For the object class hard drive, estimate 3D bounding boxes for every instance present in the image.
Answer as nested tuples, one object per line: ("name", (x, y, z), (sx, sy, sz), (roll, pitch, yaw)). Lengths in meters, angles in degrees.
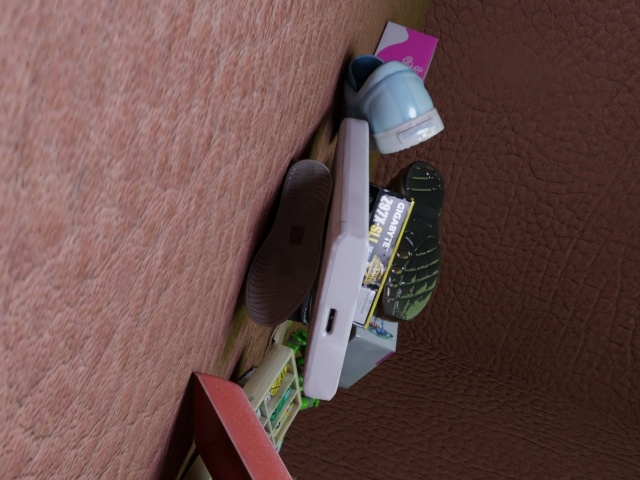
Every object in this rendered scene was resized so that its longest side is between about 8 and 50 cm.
("hard drive", (0.024, 0.008, 1.098), (0.353, 0.047, 0.233), (-83, -176, -60))

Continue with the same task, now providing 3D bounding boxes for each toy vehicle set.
("toy vehicle set", (-0.113, 0.305, 1.237), (0.267, 0.035, 0.166), (-56, 154, -33))

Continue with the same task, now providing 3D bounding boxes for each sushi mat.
("sushi mat", (-0.073, 0.175, 1.800), (0.316, 0.019, 0.151), (-64, 174, -54))

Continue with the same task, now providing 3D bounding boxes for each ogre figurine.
("ogre figurine", (-0.059, 0.310, 1.861), (0.118, 0.097, 0.197), (-29, 139, -43))

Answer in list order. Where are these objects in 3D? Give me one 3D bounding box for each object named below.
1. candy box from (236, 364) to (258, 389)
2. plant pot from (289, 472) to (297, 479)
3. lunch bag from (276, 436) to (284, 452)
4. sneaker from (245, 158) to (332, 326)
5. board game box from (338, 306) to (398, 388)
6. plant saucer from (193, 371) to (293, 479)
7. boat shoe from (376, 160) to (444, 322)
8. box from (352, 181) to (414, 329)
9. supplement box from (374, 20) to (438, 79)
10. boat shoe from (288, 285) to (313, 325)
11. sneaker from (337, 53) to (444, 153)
("candy box", (-0.126, 0.319, 1.436), (0.196, 0.070, 0.165), (5, 105, -85))
("plant pot", (-0.161, 0.608, 1.914), (0.236, 0.032, 0.236), (-32, 171, -5))
("lunch bag", (-0.129, 0.467, 1.967), (0.176, 0.090, 0.219), (57, 53, -84))
("sneaker", (-0.034, 0.012, 1.082), (0.118, 0.083, 0.222), (88, 22, -80))
("board game box", (0.080, 0.127, 1.719), (0.224, 0.097, 0.303), (-48, -153, 51))
("plant saucer", (-0.072, 0.300, 0.963), (0.047, 0.259, 0.258), (-23, 154, -21))
("boat shoe", (0.164, 0.005, 1.621), (0.120, 0.122, 0.324), (-15, -124, 56))
("box", (0.059, 0.006, 1.618), (0.322, 0.079, 0.257), (-145, -107, -73))
("supplement box", (0.162, -0.341, 1.732), (0.220, 0.111, 0.114), (99, 13, -66))
("boat shoe", (0.000, 0.000, 1.446), (0.114, 0.091, 0.302), (46, 56, -59))
("sneaker", (0.094, -0.228, 1.316), (0.150, 0.135, 0.366), (68, -11, -10))
